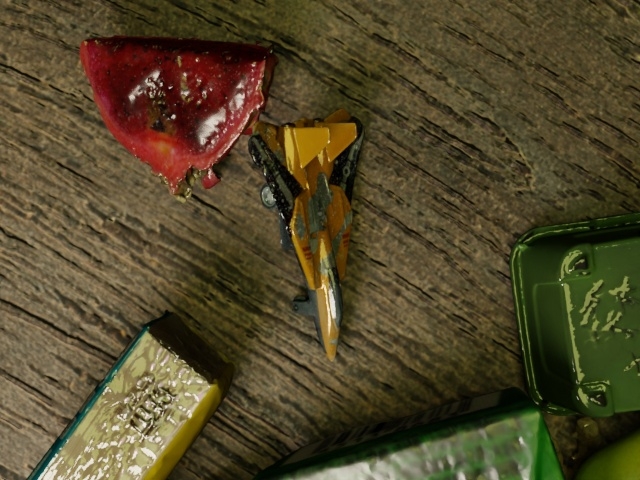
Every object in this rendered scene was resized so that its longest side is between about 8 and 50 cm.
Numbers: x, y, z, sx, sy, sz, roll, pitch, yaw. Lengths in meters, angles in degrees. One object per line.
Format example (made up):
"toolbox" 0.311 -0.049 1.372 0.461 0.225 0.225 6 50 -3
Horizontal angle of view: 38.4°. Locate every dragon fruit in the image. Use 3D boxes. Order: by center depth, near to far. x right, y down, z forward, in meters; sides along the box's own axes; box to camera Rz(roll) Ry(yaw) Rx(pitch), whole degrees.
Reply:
"dragon fruit" -0.167 -0.160 1.173 0.262 0.134 0.212 14 105 20

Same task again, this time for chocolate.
"chocolate" 0.139 0.374 1.110 0.360 0.161 0.341 -18 96 13

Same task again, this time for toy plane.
"toy plane" -0.009 -0.002 1.176 0.103 0.204 0.316 14 111 40

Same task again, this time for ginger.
"ginger" 0.244 0.313 1.196 0.258 0.065 0.149 -7 93 -1

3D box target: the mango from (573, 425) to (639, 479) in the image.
"mango" 0.452 0.286 1.122 0.272 0.185 0.149 -4 50 -15

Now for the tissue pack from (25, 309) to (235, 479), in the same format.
"tissue pack" -0.229 0.236 1.136 0.134 0.192 0.271 37 92 2

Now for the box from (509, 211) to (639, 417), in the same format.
"box" 0.416 0.092 1.131 0.328 0.178 0.253 -9 92 1
